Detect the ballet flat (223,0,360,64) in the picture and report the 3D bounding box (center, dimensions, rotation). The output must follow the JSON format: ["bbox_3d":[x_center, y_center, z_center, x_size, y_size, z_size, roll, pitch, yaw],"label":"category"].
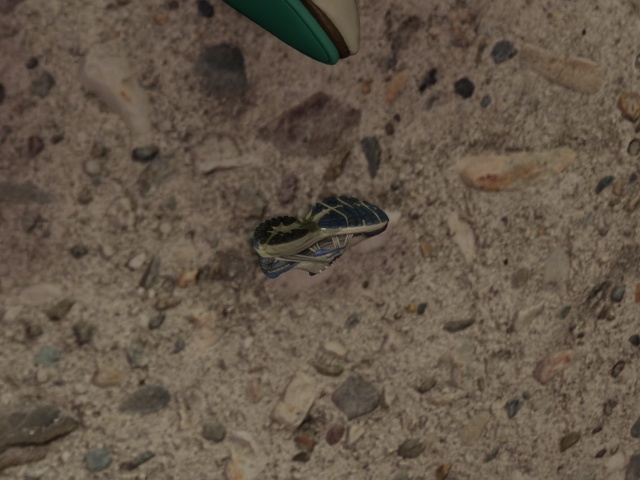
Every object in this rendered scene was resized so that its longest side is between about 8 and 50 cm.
[{"bbox_3d":[-0.091,-0.273,0.896,0.400,0.139,0.139,30,95,-36],"label":"ballet flat"}]

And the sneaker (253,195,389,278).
[{"bbox_3d":[0.000,0.000,1.145,0.135,0.052,0.058,-13,130,-19],"label":"sneaker"}]
